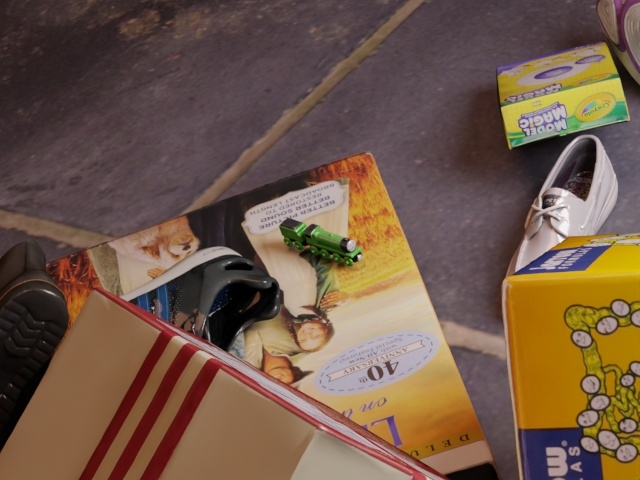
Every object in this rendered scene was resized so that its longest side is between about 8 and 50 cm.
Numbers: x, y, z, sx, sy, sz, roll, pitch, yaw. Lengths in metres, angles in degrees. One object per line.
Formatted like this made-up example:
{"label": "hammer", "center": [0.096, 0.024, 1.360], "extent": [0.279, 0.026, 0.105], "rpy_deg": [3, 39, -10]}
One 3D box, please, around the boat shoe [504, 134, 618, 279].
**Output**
{"label": "boat shoe", "center": [0.191, -0.015, 1.435], "extent": [0.066, 0.063, 0.184], "rpy_deg": [8, 42, 33]}

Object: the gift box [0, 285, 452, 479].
{"label": "gift box", "center": [-0.055, 0.210, 0.999], "extent": [0.276, 0.255, 0.258], "rpy_deg": [28, 88, 52]}

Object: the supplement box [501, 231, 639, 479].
{"label": "supplement box", "center": [0.307, 0.090, 1.063], "extent": [0.356, 0.195, 0.194], "rpy_deg": [-5, 6, 20]}

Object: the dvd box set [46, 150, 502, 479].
{"label": "dvd box set", "center": [-0.055, 0.104, 1.391], "extent": [0.307, 0.062, 0.420], "rpy_deg": [-19, 34, 1]}

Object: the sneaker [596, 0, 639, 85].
{"label": "sneaker", "center": [0.380, -0.175, 1.551], "extent": [0.305, 0.114, 0.152], "rpy_deg": [21, 37, 38]}

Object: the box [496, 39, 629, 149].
{"label": "box", "center": [0.205, -0.123, 1.552], "extent": [0.105, 0.043, 0.179], "rpy_deg": [-14, 19, 8]}

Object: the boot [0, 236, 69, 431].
{"label": "boot", "center": [-0.282, 0.095, 1.484], "extent": [0.198, 0.077, 0.137], "rpy_deg": [-43, 24, 5]}

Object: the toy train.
{"label": "toy train", "center": [0.000, 0.000, 1.430], "extent": [0.083, 0.024, 0.017], "rpy_deg": [17, 48, 41]}

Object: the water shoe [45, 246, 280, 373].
{"label": "water shoe", "center": [-0.117, 0.074, 1.344], "extent": [0.080, 0.073, 0.203], "rpy_deg": [22, 53, 42]}
